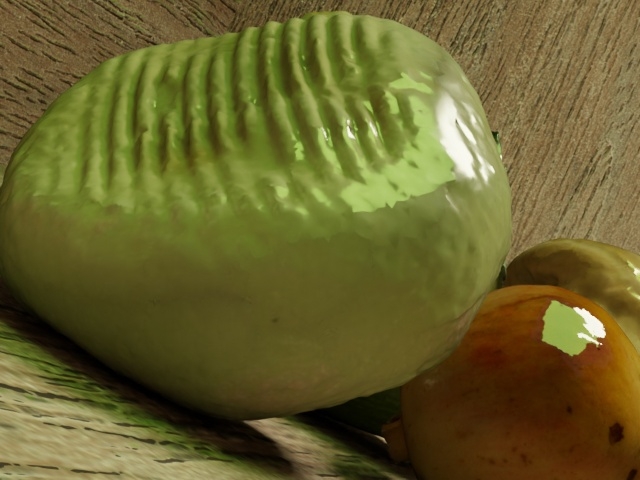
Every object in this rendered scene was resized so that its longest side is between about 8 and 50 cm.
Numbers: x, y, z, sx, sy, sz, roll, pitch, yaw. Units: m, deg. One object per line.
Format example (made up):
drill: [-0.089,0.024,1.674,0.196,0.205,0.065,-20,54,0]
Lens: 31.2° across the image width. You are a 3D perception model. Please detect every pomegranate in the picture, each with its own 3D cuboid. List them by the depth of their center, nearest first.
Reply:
pomegranate: [0.143,0.125,0.810,0.191,0.191,0.191,28,-2,1]

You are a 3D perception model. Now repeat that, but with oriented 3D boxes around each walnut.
walnut: [0.341,0.173,1.349,0.384,0.383,0.383,28,-2,1]

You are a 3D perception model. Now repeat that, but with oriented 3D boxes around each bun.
bun: [-0.039,-0.011,0.775,0.361,0.361,0.213,26,-42,45]

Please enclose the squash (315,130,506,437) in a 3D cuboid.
squash: [-0.018,0.027,1.025,0.309,0.310,0.310,7,0,-7]
